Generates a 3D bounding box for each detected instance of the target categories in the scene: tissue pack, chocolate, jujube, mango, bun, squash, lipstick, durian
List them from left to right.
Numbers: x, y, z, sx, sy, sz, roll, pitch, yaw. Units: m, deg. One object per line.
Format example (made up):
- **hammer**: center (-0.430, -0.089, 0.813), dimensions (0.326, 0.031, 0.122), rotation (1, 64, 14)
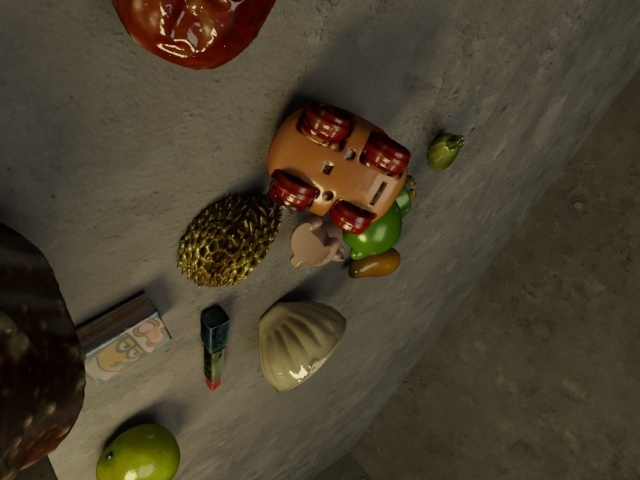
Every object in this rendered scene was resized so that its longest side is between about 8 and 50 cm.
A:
- **chocolate**: center (-0.385, 0.116, 0.497), dimensions (0.225, 0.339, 0.210), rotation (-23, 173, 4)
- **tissue pack**: center (-0.362, 0.179, 0.843), dimensions (0.155, 0.065, 0.115), rotation (-33, 150, -25)
- **mango**: center (-0.438, 0.552, 1.132), dimensions (0.186, 0.149, 0.272), rotation (-29, 152, -32)
- **jujube**: center (-0.114, -0.302, 0.459), dimensions (0.174, 0.174, 0.250), rotation (-4, 128, -51)
- **lipstick**: center (-0.256, 0.271, 1.118), dimensions (0.051, 0.051, 0.312), rotation (-27, 148, -33)
- **durian**: center (-0.172, 0.001, 0.863), dimensions (0.252, 0.145, 0.139), rotation (-58, -173, 8)
- **bun**: center (-0.077, 0.244, 1.219), dimensions (0.263, 0.175, 0.263), rotation (-41, -172, 7)
- **mango**: center (0.157, 0.063, 1.363), dimensions (0.184, 0.084, 0.102), rotation (-8, 138, -35)
- **squash**: center (0.326, -0.244, 1.206), dimensions (0.090, 0.075, 0.200), rotation (-27, 173, 2)

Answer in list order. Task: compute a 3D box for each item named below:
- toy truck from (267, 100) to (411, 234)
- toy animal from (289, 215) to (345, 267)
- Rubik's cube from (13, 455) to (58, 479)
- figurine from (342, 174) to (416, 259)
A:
- **toy truck**: center (0.034, -0.149, 0.862), dimensions (0.265, 0.239, 0.189), rotation (23, 114, -16)
- **toy animal**: center (0.001, -0.002, 1.063), dimensions (0.124, 0.124, 0.212), rotation (-53, 171, 13)
- **Rubik's cube**: center (-0.550, 0.354, 0.561), dimensions (0.319, 0.316, 0.321), rotation (-4, 129, -50)
- **figurine**: center (0.148, -0.068, 1.138), dimensions (0.263, 0.143, 0.162), rotation (-42, 143, -32)
